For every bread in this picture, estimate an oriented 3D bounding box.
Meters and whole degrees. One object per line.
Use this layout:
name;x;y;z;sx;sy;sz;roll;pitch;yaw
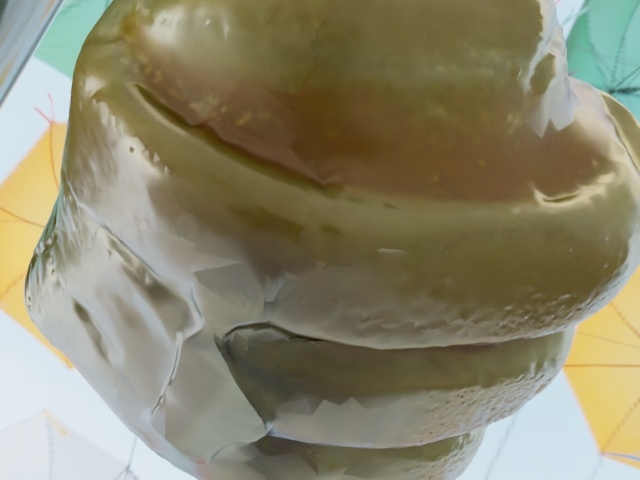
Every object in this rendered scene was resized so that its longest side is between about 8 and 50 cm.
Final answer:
bread;0.000;0.000;0.575;0.301;0.341;0.210;27;-131;-7

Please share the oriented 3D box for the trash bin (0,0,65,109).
trash bin;-0.291;-0.192;0.684;0.280;0.280;0.432;38;-72;-2
